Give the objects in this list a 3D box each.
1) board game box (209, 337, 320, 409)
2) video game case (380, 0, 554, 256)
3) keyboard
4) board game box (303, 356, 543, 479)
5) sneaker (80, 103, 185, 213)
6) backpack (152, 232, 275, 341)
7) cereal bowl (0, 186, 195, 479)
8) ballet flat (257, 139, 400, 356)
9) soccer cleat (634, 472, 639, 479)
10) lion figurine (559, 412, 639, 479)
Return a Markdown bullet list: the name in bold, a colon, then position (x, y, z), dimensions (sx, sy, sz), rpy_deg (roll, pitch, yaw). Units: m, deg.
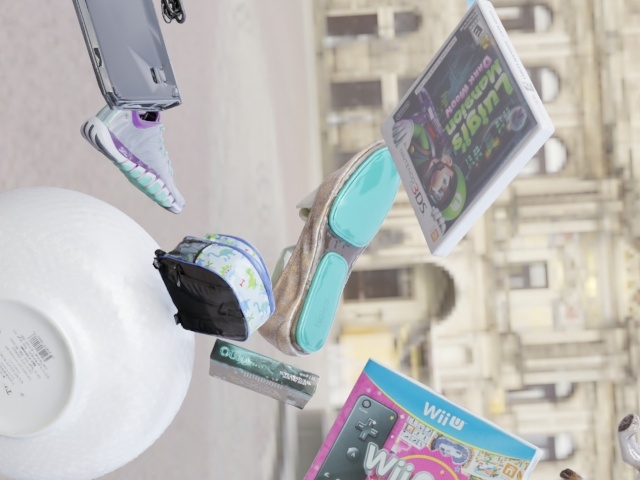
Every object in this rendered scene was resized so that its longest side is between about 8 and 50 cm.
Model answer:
- **board game box**: position (-0.068, 0.158, 1.670), dimensions (0.186, 0.126, 0.026), rpy_deg (114, -4, -78)
- **video game case**: position (0.136, -0.108, 1.388), dimensions (0.190, 0.022, 0.173), rpy_deg (-52, -136, 38)
- **keyboard**: position (-0.197, -0.275, 1.353), dimensions (0.201, 0.033, 0.317), rpy_deg (-12, 85, -63)
- **board game box**: position (0.085, 0.319, 1.633), dimensions (0.303, 0.224, 0.097), rpy_deg (-61, 164, -4)
- **sneaker**: position (-0.230, -0.121, 1.957), dimensions (0.083, 0.098, 0.223), rpy_deg (34, -9, 37)
- **backpack**: position (-0.100, 0.046, 1.487), dimensions (0.084, 0.114, 0.105), rpy_deg (-40, 127, -33)
- **cereal bowl**: position (-0.317, 0.118, 1.568), dimensions (0.141, 0.339, 0.338), rpy_deg (-43, 131, -71)
- **ballet flat**: position (0.000, 0.000, 1.873), dimensions (0.107, 0.106, 0.316), rpy_deg (43, 67, -42)
- **soccer cleat**: position (0.566, 0.412, 2.071), dimensions (0.331, 0.116, 0.143), rpy_deg (45, 58, -34)
- **lion figurine**: position (0.492, 0.301, 1.734), dimensions (0.392, 0.240, 0.142), rpy_deg (-33, -159, 53)
